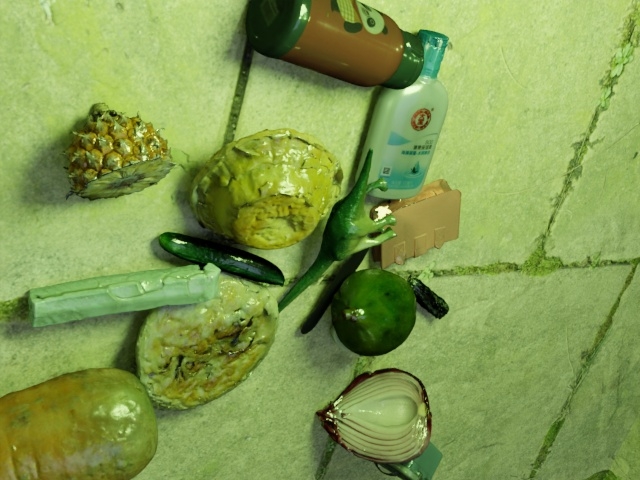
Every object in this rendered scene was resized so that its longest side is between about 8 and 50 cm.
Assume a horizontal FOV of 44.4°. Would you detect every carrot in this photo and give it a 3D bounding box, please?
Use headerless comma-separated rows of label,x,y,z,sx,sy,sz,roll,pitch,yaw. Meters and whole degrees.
carrot,-0.470,0.355,1.388,0.340,0.224,0.224,-13,126,-25

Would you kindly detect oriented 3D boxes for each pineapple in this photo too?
pineapple,-0.329,-0.153,1.232,0.175,0.137,0.161,-17,171,-33

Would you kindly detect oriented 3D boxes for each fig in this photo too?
fig,0.109,0.158,1.672,0.195,0.195,0.245,-56,171,9

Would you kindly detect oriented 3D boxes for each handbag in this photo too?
handbag,0.211,-0.034,1.736,0.212,0.059,0.157,-22,129,-21

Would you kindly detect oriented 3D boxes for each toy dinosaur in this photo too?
toy dinosaur,0.000,0.000,1.546,0.300,0.087,0.447,-19,142,-9

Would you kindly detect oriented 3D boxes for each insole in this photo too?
insole,0.031,0.105,1.717,0.253,0.005,0.086,-55,157,9

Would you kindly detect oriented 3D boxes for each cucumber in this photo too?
cucumber,0.257,0.140,1.899,0.053,0.053,0.181,-50,132,3
cucumber,-0.181,0.034,1.487,0.284,0.056,0.056,21,106,-33

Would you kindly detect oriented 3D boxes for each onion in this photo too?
onion,0.133,0.434,1.918,0.283,0.227,0.120,-1,153,12

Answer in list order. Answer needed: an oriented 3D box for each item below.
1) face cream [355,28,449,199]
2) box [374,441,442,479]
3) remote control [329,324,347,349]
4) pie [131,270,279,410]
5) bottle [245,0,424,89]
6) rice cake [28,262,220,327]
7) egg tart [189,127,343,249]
face cream,0.176,-0.245,1.552,0.162,0.080,0.337,-1,120,-31
box,0.193,0.538,2.004,0.130,0.227,0.162,-53,136,-14
remote control,0.107,0.176,1.823,0.190,0.029,0.087,-39,134,-8
pie,-0.230,0.208,1.565,0.339,0.077,0.339,-19,128,-27
bottle,0.041,-0.347,1.350,0.336,0.144,0.144,9,113,-42
rice cake,-0.341,0.094,1.389,0.336,0.063,0.066,-9,124,-22
egg tart,-0.089,-0.069,1.399,0.294,0.116,0.295,-12,143,-9
